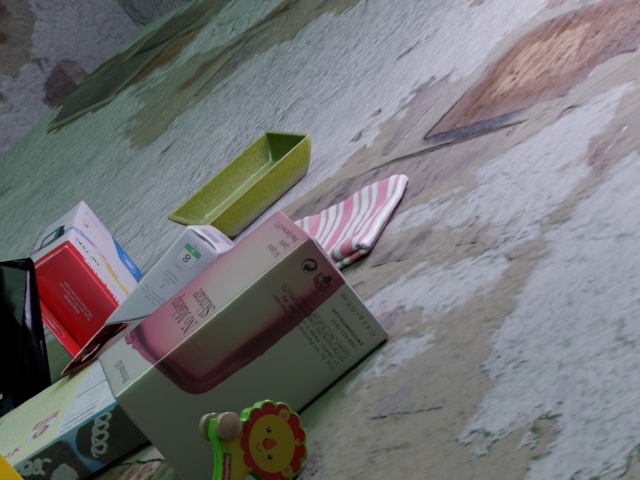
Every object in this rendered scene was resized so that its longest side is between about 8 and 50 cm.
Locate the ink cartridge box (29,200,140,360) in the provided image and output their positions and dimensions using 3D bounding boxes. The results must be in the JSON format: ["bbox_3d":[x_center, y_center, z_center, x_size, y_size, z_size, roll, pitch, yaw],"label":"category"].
[{"bbox_3d":[-0.312,0.054,2.136,0.078,0.134,0.231,-34,18,11],"label":"ink cartridge box"}]

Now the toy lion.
[{"bbox_3d":[-0.054,0.182,1.361,0.034,0.096,0.100,-15,69,54],"label":"toy lion"}]

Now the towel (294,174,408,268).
[{"bbox_3d":[0.000,0.000,1.809,0.197,0.029,0.144,-26,21,35],"label":"towel"}]

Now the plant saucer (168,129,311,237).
[{"bbox_3d":[-0.098,-0.068,2.164,0.188,0.045,0.188,-42,17,-11],"label":"plant saucer"}]

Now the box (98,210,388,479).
[{"bbox_3d":[-0.076,0.099,1.533,0.232,0.127,0.148,-39,17,-4],"label":"box"}]

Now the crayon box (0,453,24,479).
[{"bbox_3d":[-0.449,0.335,1.368,0.363,0.106,0.313,-25,22,21],"label":"crayon box"}]

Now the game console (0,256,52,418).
[{"bbox_3d":[-0.451,0.182,2.058,0.361,0.044,0.213,-35,57,40],"label":"game console"}]

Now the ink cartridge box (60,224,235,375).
[{"bbox_3d":[-0.195,0.079,1.905,0.224,0.056,0.181,-50,-2,3],"label":"ink cartridge box"}]

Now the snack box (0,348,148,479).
[{"bbox_3d":[-0.288,0.214,1.789,0.322,0.060,0.187,-32,16,20],"label":"snack box"}]
